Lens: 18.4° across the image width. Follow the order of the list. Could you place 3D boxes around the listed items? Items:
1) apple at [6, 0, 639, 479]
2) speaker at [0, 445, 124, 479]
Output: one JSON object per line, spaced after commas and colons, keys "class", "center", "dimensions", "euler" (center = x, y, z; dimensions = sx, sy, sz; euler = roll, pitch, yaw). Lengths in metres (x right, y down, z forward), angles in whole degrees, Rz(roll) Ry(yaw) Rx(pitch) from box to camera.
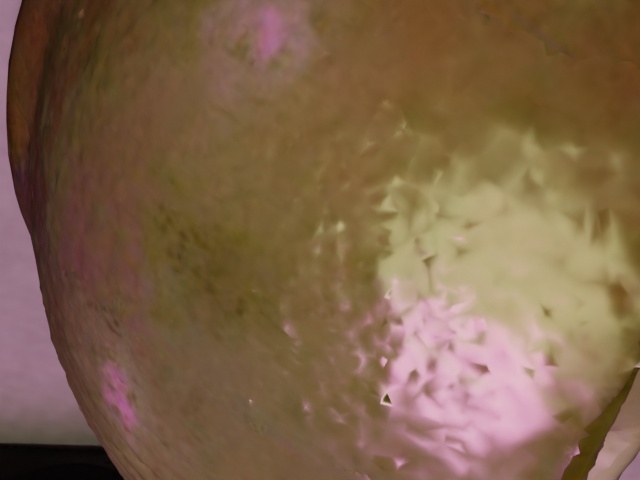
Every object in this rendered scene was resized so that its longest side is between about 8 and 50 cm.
{"class": "apple", "center": [0.000, 0.000, 0.473], "dimensions": [0.193, 0.120, 0.265], "euler": [28, 130, 5]}
{"class": "speaker", "center": [-0.109, 0.107, 0.613], "dimensions": [0.218, 0.082, 0.044], "euler": [0, 130, 17]}
